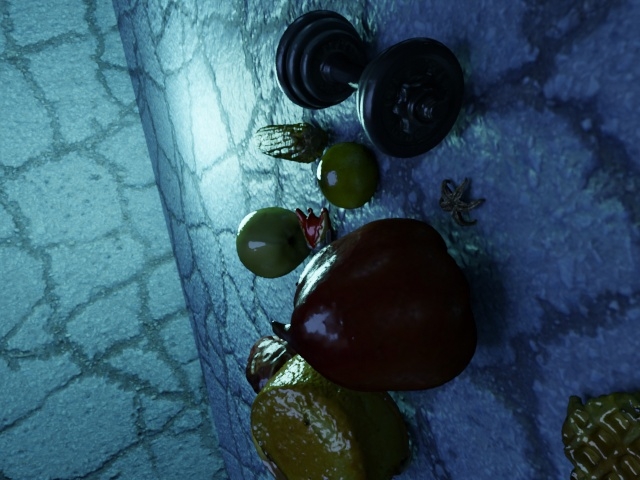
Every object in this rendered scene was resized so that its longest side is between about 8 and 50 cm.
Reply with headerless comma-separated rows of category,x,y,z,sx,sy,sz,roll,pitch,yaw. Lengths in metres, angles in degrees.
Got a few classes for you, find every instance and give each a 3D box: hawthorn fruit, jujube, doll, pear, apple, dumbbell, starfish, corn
hawthorn fruit,0.104,0.109,0.926,0.295,0.311,0.295,24,123,43
jujube,-0.101,0.357,1.608,0.342,0.216,0.216,180,76,-72
doll,0.000,0.000,1.364,0.109,0.057,0.169,2,120,48
pear,0.043,-0.129,1.150,0.141,0.104,0.141,32,127,55
apple,-0.119,0.002,1.454,0.200,0.200,0.200,41,138,50
dumbbell,0.066,-0.264,0.937,0.406,0.179,0.179,43,140,50
starfish,0.220,-0.061,0.909,0.091,0.028,0.078,11,111,57
corn,-0.076,-0.231,1.344,0.320,0.097,0.097,22,123,61

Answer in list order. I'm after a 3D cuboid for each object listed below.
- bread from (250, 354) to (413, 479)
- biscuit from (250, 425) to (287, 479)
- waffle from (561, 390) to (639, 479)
bread,0.015,0.430,1.289,0.358,0.204,0.337,45,132,12
biscuit,-0.049,0.565,1.500,0.351,0.057,0.312,42,-175,-46
waffle,0.415,0.314,0.682,0.301,0.058,0.281,27,129,56
